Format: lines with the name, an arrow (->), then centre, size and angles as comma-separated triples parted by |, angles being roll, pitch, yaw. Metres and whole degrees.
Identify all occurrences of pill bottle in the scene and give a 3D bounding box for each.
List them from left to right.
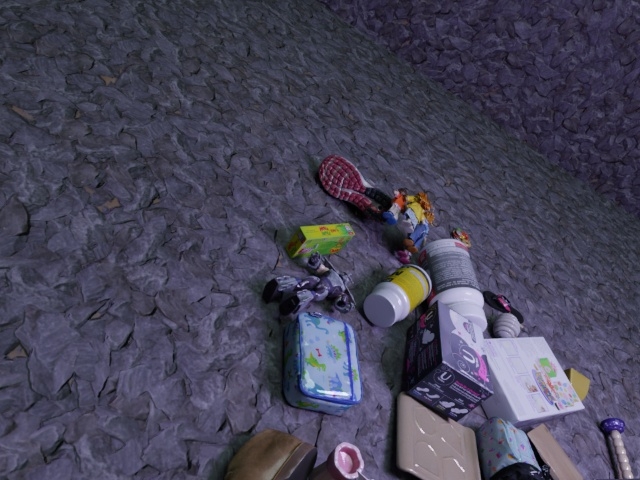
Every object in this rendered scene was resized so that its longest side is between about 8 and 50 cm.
pill bottle -> 0.215, 0.154, 1.406 | 0.119, 0.119, 0.208 | 49, 39, 11
pill bottle -> 0.398, 0.147, 1.524 | 0.161, 0.161, 0.283 | 20, 43, -23

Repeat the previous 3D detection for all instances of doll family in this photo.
doll family -> 0.302, -0.055, 1.580 | 0.163, 0.118, 0.262 | -57, 137, -37

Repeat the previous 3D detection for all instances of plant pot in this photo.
plant pot -> 0.790, 0.468, 1.589 | 0.081, 0.081, 0.083 | 33, 50, -7

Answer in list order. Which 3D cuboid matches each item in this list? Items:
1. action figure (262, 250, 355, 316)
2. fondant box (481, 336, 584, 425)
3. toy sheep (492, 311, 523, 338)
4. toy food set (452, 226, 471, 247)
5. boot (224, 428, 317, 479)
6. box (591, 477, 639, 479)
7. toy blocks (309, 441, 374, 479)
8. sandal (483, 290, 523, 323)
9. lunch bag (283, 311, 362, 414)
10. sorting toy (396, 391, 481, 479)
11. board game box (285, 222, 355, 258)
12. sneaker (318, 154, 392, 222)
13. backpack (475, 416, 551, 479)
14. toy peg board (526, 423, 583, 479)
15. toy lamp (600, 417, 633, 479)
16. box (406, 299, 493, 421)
action figure -> -0.004, 0.120, 1.289 | 0.285, 0.099, 0.185 | -12, 52, -49
fondant box -> 0.587, 0.410, 1.472 | 0.331, 0.096, 0.238 | 5, 50, -34
toy sheep -> 0.597, 0.284, 1.611 | 0.091, 0.091, 0.132 | 38, 45, -2
toy food set -> 0.532, -0.011, 1.892 | 0.083, 0.020, 0.083 | 33, 40, -7
boot -> -0.138, 0.456, 0.882 | 0.115, 0.112, 0.305 | 22, 36, 28
box -> 0.658, 0.638, 1.191 | 0.308, 0.242, 0.076 | 13, 46, -28
toy blocks -> 0.094, 0.531, 0.835 | 0.289, 0.260, 0.309 | 41, 39, 1
sandal -> 0.639, 0.221, 1.736 | 0.179, 0.040, 0.067 | 33, 39, -7
lunch bag -> 0.007, 0.277, 1.152 | 0.176, 0.090, 0.218 | 22, 43, -24
sorting toy -> 0.280, 0.465, 1.227 | 0.229, 0.041, 0.307 | 31, 33, -12
board game box -> 0.000, 0.000, 1.408 | 0.181, 0.092, 0.043 | -5, 57, -41
sneaker -> 0.117, -0.162, 1.659 | 0.299, 0.121, 0.112 | 42, 10, 5
backpack -> 0.456, 0.524, 1.224 | 0.115, 0.152, 0.182 | 39, 26, -14
toy peg board -> 0.590, 0.588, 1.328 | 0.161, 0.079, 0.161 | 11, 41, -52
toy lamp -> 0.895, 0.665, 1.484 | 0.080, 0.080, 0.274 | 31, 37, -10
box -> 0.330, 0.305, 1.304 | 0.163, 0.142, 0.247 | 32, 31, -9
